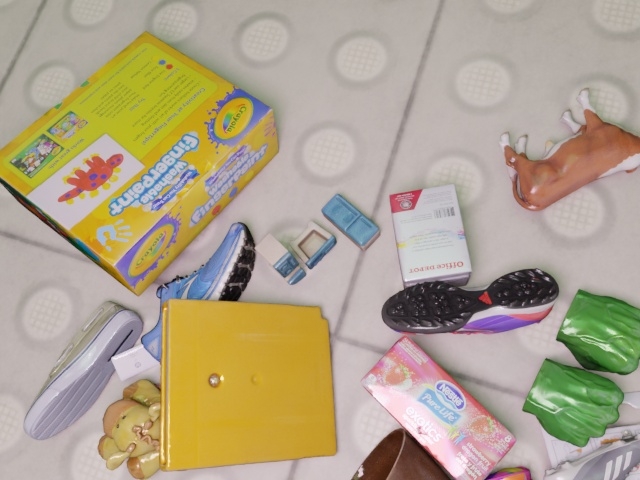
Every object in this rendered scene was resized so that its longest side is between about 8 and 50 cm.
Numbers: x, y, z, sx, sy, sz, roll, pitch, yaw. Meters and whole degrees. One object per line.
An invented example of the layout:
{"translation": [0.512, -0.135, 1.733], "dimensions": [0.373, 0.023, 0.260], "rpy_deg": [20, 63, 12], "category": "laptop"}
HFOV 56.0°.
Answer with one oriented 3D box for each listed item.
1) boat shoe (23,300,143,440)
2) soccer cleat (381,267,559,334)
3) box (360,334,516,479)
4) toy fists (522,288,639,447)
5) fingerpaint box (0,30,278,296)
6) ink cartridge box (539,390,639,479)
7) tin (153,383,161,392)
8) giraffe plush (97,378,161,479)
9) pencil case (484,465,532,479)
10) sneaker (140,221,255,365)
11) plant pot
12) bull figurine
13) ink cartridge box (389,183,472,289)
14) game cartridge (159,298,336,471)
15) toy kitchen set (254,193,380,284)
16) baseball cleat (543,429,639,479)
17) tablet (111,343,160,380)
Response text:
{"translation": [-0.486, 0.259, 1.221], "dimensions": [0.094, 0.109, 0.302], "rpy_deg": [28, 70, 31], "category": "boat shoe"}
{"translation": [0.270, 0.134, 1.096], "dimensions": [0.319, 0.116, 0.108], "rpy_deg": [-10, 48, -3], "category": "soccer cleat"}
{"translation": [0.205, 0.304, 1.071], "dimensions": [0.122, 0.128, 0.257], "rpy_deg": [-45, 71, -6], "category": "box"}
{"translation": [0.477, 0.226, 1.066], "dimensions": [0.142, 0.096, 0.279], "rpy_deg": [25, 71, 27], "category": "toy fists"}
{"translation": [-0.370, -0.171, 1.250], "dimensions": [0.371, 0.163, 0.444], "rpy_deg": [33, 68, 17], "category": "fingerpaint box"}
{"translation": [0.559, 0.456, 1.012], "dimensions": [0.308, 0.091, 0.384], "rpy_deg": [-9, 55, 7], "category": "ink cartridge box"}
{"translation": [-0.296, 0.366, 1.182], "dimensions": [0.190, 0.040, 0.106], "rpy_deg": [42, 80, 18], "category": "tin"}
{"translation": [-0.324, 0.343, 1.084], "dimensions": [0.211, 0.170, 0.181], "rpy_deg": [6, 74, 11], "category": "giraffe plush"}
{"translation": [0.340, 0.506, 1.005], "dimensions": [0.105, 0.104, 0.236], "rpy_deg": [-15, 71, 4], "category": "pencil case"}
{"translation": [-0.250, 0.098, 1.207], "dimensions": [0.147, 0.130, 0.329], "rpy_deg": [29, 80, 14], "category": "sneaker"}
{"translation": [0.166, 0.474, 1.002], "dimensions": [0.230, 0.215, 0.215], "rpy_deg": [37, 82, 3], "category": "plant pot"}
{"translation": [0.509, -0.178, 1.185], "dimensions": [0.311, 0.101, 0.188], "rpy_deg": [-27, 67, -2], "category": "bull figurine"}
{"translation": [0.210, 0.002, 1.161], "dimensions": [0.128, 0.127, 0.176], "rpy_deg": [-8, 72, 7], "category": "ink cartridge box"}
{"translation": [-0.125, 0.254, 1.087], "dimensions": [0.324, 0.053, 0.285], "rpy_deg": [8, 69, -31], "category": "game cartridge"}
{"translation": [0.000, 0.000, 1.176], "dimensions": [0.122, 0.166, 0.207], "rpy_deg": [42, 84, 18], "category": "toy kitchen set"}
{"translation": [0.476, 0.390, 0.990], "dimensions": [0.206, 0.072, 0.109], "rpy_deg": [-23, 70, 3], "category": "baseball cleat"}
{"translation": [-0.375, 0.244, 1.222], "dimensions": [0.083, 0.006, 0.054], "rpy_deg": [-23, 100, -16], "category": "tablet"}
